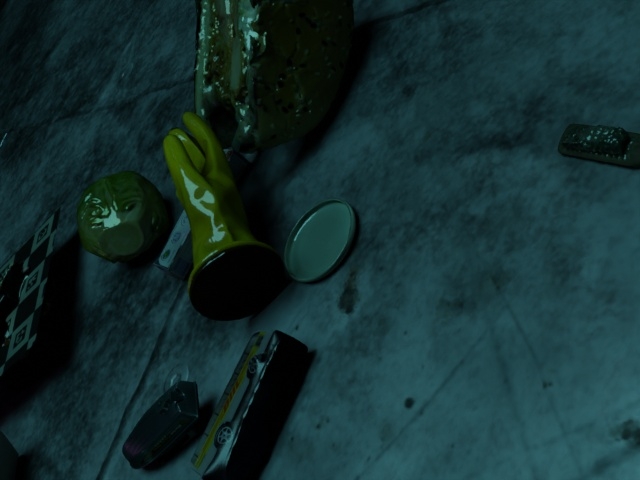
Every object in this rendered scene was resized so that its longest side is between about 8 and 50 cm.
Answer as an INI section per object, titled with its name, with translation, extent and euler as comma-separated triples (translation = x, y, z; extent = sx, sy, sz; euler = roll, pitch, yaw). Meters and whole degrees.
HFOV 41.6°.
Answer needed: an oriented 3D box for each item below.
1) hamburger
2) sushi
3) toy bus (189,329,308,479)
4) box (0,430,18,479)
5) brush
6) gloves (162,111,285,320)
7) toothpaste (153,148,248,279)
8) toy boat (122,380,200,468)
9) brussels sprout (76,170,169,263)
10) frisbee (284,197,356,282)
[hamburger]
translation = -0.058, -0.256, 1.128
extent = 0.167, 0.192, 0.288
euler = 15, 106, 59
[sushi]
translation = -0.542, 0.163, 1.442
extent = 0.359, 0.064, 0.343
euler = -40, 34, 23
[toy bus]
translation = -0.077, 0.179, 0.901
extent = 0.072, 0.057, 0.172
euler = 1, 63, 60
[box]
translation = -0.568, 0.382, 1.168
extent = 0.251, 0.106, 0.203
euler = -9, 44, 2
[brush]
translation = 0.278, -0.080, 0.723
extent = 0.190, 0.027, 0.034
euler = 24, 83, 53
[gloves]
translation = -0.148, -0.043, 1.066
extent = 0.133, 0.116, 0.294
euler = -63, 39, 32
[toothpaste]
translation = -0.167, -0.039, 1.192
extent = 0.047, 0.040, 0.196
euler = 16, 75, 49
[toy boat]
translation = -0.189, 0.225, 0.993
extent = 0.141, 0.060, 0.055
euler = -45, 36, 25
[brussels sprout]
translation = -0.311, -0.036, 1.289
extent = 0.155, 0.117, 0.155
euler = -36, 30, 24
[frisbee]
translation = 0.000, 0.000, 0.990
extent = 0.110, 0.014, 0.110
euler = -28, 45, 32
